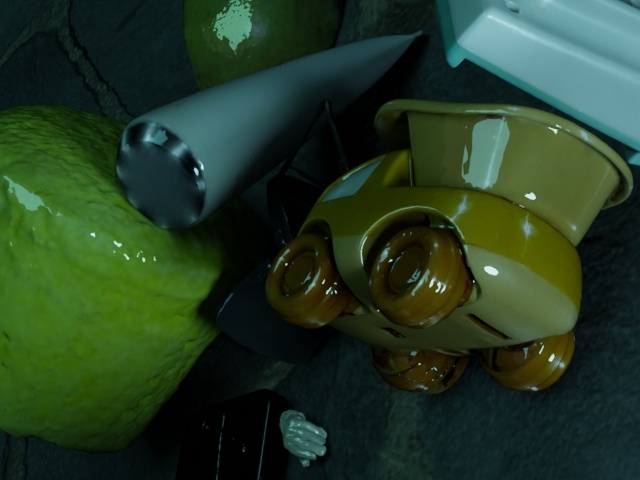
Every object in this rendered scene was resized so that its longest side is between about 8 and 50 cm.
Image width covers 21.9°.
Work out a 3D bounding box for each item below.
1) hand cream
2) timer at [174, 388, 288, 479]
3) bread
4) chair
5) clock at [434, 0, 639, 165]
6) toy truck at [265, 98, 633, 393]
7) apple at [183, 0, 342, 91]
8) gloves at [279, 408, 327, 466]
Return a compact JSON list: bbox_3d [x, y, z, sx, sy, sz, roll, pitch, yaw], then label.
[{"bbox_3d":[-0.055,-0.131,1.689,0.185,0.118,0.358,-24,8,46],"label":"hand cream"},{"bbox_3d":[-0.102,0.246,1.654,0.144,0.055,0.187,-23,49,44],"label":"timer"},{"bbox_3d":[-0.253,0.036,1.778,0.308,0.348,0.348,-60,32,22],"label":"bread"},{"bbox_3d":[0.000,0.000,1.629,0.221,0.140,0.145,-46,35,28],"label":"chair"},{"bbox_3d":[0.209,-0.219,1.403,0.116,0.231,0.262,-48,30,33],"label":"clock"},{"bbox_3d":[0.111,0.009,1.414,0.288,0.204,0.212,-3,62,49],"label":"toy truck"},{"bbox_3d":[-0.069,-0.280,1.937,0.193,0.120,0.265,-20,53,30],"label":"apple"},{"bbox_3d":[-0.021,0.192,1.611,0.081,0.037,0.044,27,124,51],"label":"gloves"}]
